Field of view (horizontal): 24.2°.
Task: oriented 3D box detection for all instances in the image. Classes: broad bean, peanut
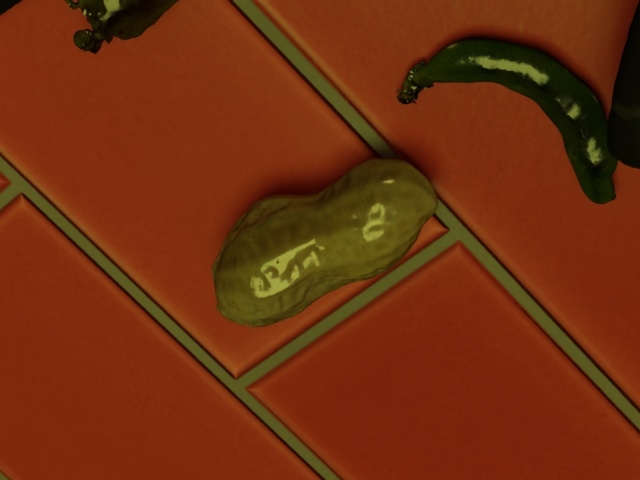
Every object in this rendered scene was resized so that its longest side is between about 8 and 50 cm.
[{"bbox_3d":[0.241,-0.154,1.731,0.292,0.049,0.144,27,127,-3],"label":"broad bean"},{"bbox_3d":[0.000,0.000,1.814,0.313,0.149,0.149,-22,114,21],"label":"peanut"}]

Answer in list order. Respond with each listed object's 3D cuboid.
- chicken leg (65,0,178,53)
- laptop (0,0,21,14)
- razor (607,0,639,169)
[{"bbox_3d":[-0.134,-0.351,1.639,0.429,0.153,0.201,-35,95,34],"label":"chicken leg"},{"bbox_3d":[-0.451,-0.307,1.697,0.207,0.026,0.154,25,154,-33],"label":"laptop"},{"bbox_3d":[0.419,-0.238,1.570,0.113,0.204,0.349,41,130,39],"label":"razor"}]
